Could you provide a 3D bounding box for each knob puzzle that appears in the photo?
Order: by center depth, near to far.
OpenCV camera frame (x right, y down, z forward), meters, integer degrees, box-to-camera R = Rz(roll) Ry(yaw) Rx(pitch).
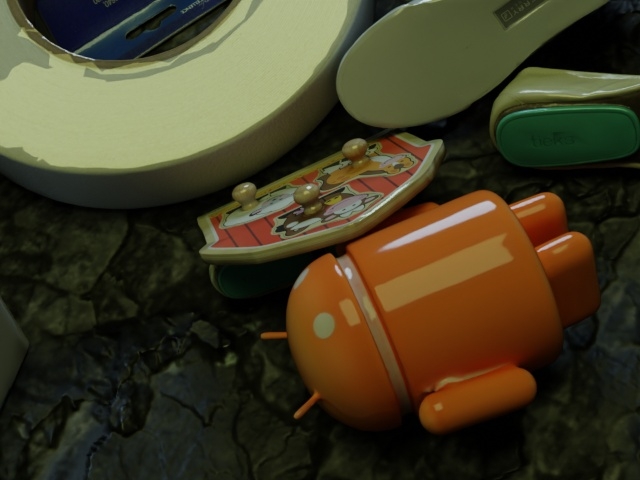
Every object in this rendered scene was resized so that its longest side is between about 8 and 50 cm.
[{"bbox_3d":[-0.001,-0.036,1.094,0.213,0.030,0.213,-21,17,7],"label":"knob puzzle"}]

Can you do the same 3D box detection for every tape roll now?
[{"bbox_3d":[-0.149,-0.213,1.251,0.392,0.072,0.392,-2,67,6],"label":"tape roll"}]

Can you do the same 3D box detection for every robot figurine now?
[{"bbox_3d":[0.073,0.048,1.011,0.219,0.128,0.158,-22,83,-3],"label":"robot figurine"}]

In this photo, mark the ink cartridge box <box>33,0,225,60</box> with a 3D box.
[{"bbox_3d":[-0.231,-0.281,1.397,0.165,0.065,0.332,-36,53,-15],"label":"ink cartridge box"}]

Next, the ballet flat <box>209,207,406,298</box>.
[{"bbox_3d":[0.000,0.000,1.119,0.168,0.057,0.052,-11,28,4],"label":"ballet flat"}]

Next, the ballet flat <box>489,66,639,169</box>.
[{"bbox_3d":[0.247,-0.091,1.114,0.248,0.086,0.086,7,54,21],"label":"ballet flat"}]

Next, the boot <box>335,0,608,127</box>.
[{"bbox_3d":[0.128,-0.173,1.203,0.258,0.095,0.123,-28,10,3],"label":"boot"}]

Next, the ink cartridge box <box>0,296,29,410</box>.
[{"bbox_3d":[-0.302,0.080,1.109,0.143,0.090,0.092,5,54,17],"label":"ink cartridge box"}]
